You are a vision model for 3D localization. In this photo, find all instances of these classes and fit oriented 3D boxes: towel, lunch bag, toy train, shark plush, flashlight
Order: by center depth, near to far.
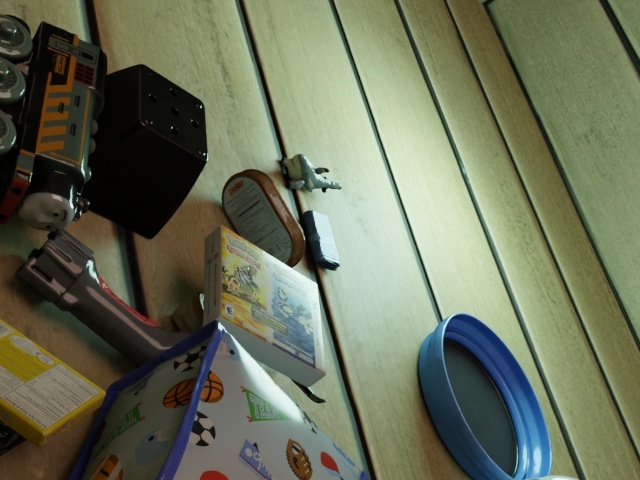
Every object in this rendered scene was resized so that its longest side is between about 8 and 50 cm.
[{"bbox_3d":[-0.125,0.347,0.996,0.328,0.239,0.385,46,23,-22],"label":"lunch bag"},{"bbox_3d":[-0.382,-0.159,1.163,0.190,0.142,0.334,18,45,-27],"label":"toy train"},{"bbox_3d":[-0.252,0.104,1.184,0.304,0.103,0.103,44,72,-16],"label":"flashlight"},{"bbox_3d":[0.000,0.000,1.734,0.067,0.029,0.119,22,45,-46],"label":"towel"},{"bbox_3d":[-0.010,-0.126,1.803,0.161,0.067,0.073,33,37,-37],"label":"shark plush"}]

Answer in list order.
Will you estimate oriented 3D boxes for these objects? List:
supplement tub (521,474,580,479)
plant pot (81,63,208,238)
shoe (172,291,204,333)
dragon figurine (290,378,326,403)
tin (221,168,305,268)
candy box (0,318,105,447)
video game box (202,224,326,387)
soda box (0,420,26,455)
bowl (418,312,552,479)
[{"bbox_3d":[0.484,0.579,1.682,0.331,0.241,0.241,27,41,-42],"label":"supplement tub"},{"bbox_3d":[-0.271,-0.146,1.326,0.187,0.167,0.188,29,40,-39],"label":"plant pot"},{"bbox_3d":[-0.145,0.182,1.317,0.219,0.058,0.076,61,9,-1],"label":"shoe"},{"bbox_3d":[-0.087,0.137,1.404,0.144,0.085,0.289,23,39,-42],"label":"dragon figurine"},{"bbox_3d":[-0.100,-0.033,1.535,0.190,0.106,0.040,59,29,5],"label":"tin"},{"bbox_3d":[-0.347,0.140,0.974,0.206,0.027,0.105,31,28,14],"label":"candy box"},{"bbox_3d":[-0.082,0.097,1.317,0.205,0.048,0.187,33,30,-32],"label":"video game box"},{"bbox_3d":[-0.347,0.201,0.973,0.053,0.060,0.169,54,28,3],"label":"soda box"},{"bbox_3d":[0.344,0.342,1.872,0.391,0.077,0.391,38,34,-32],"label":"bowl"}]
